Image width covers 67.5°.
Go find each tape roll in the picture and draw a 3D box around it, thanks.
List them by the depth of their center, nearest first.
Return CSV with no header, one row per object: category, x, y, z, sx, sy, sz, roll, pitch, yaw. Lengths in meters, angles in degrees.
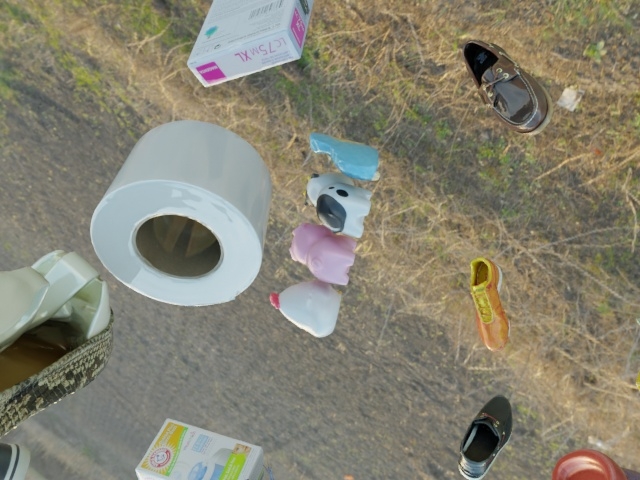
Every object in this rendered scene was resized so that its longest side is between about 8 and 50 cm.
tape roll,-0.203,-0.040,0.748,0.246,0.169,0.246,0,132,0

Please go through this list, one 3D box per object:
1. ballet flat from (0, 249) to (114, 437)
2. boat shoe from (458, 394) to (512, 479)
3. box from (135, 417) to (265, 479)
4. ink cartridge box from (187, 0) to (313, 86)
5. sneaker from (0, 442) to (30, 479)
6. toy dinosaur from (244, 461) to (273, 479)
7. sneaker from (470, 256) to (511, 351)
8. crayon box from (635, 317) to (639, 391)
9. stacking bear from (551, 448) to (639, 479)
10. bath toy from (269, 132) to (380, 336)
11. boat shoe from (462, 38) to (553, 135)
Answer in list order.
ballet flat,-0.324,0.103,0.504,0.164,0.483,0.182,31,98,-3
boat shoe,0.227,0.258,0.646,0.048,0.133,0.042,20,133,32
box,-0.220,0.433,0.895,0.203,0.114,0.103,11,128,14
ink cartridge box,-0.102,-0.408,0.826,0.185,0.311,0.065,-7,147,24
sneaker,-0.602,0.385,0.764,0.321,0.126,0.127,-32,135,27
toy dinosaur,-0.088,0.418,0.785,0.082,0.047,0.090,-3,90,22
sneaker,0.298,0.114,0.870,0.067,0.175,0.064,23,143,-36
crayon box,0.572,0.237,0.637,0.318,0.081,0.202,49,150,-21
stacking bear,0.518,0.449,0.704,0.289,0.175,0.164,25,137,6
bath toy,0.000,0.000,0.829,0.128,0.151,0.348,14,110,0
boat shoe,0.265,-0.231,0.710,0.073,0.207,0.073,19,127,-28
